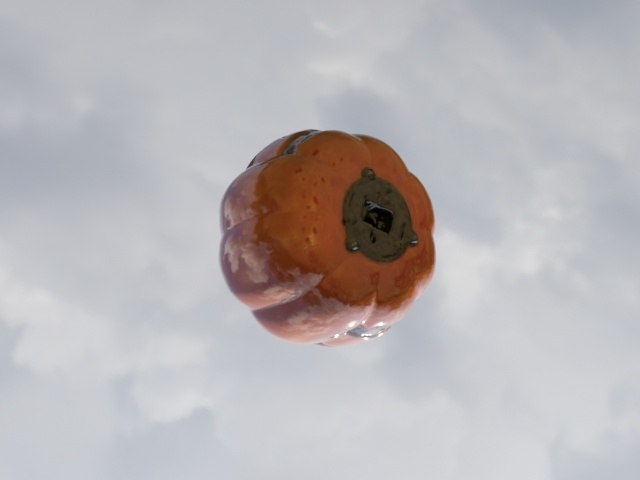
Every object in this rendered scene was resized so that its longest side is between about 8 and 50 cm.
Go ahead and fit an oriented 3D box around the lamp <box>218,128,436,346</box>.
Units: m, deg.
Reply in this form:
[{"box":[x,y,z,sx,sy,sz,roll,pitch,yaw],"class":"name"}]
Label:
[{"box":[0.000,0.000,1.226,0.188,0.164,0.187,10,-107,-35],"class":"lamp"}]
